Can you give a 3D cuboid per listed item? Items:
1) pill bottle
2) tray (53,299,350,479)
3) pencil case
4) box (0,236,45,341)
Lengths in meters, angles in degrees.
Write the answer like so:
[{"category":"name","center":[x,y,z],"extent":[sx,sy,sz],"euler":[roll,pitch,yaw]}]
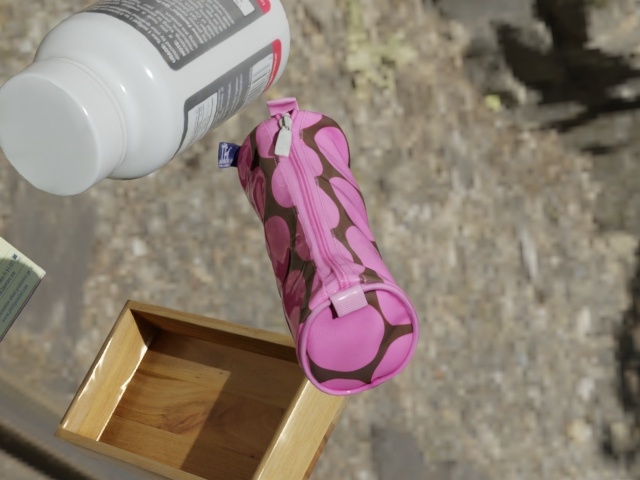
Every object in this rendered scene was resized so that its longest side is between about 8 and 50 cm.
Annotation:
[{"category":"pill bottle","center":[-0.182,-0.168,1.760],"extent":[0.318,0.176,0.176],"euler":[-41,122,-48]},{"category":"tray","center":[-0.144,0.199,2.074],"extent":[0.076,0.411,0.202],"euler":[38,72,-35]},{"category":"pencil case","center":[0.000,0.000,1.140],"extent":[0.209,0.095,0.098],"euler":[-113,-162,-46]},{"category":"box","center":[-0.444,0.043,1.747],"extent":[0.243,0.213,0.117],"euler":[40,45,-12]}]
